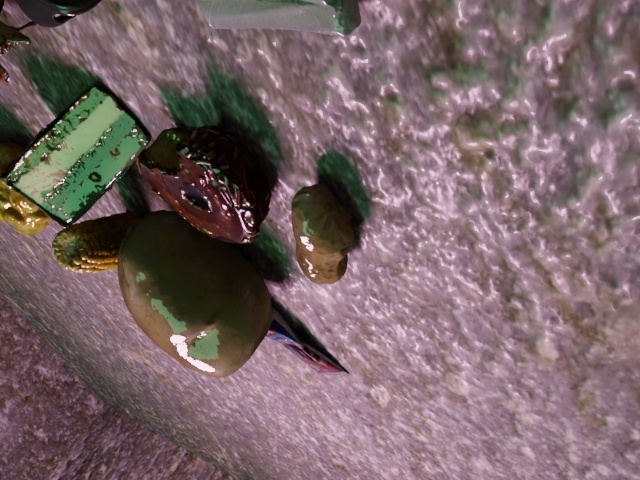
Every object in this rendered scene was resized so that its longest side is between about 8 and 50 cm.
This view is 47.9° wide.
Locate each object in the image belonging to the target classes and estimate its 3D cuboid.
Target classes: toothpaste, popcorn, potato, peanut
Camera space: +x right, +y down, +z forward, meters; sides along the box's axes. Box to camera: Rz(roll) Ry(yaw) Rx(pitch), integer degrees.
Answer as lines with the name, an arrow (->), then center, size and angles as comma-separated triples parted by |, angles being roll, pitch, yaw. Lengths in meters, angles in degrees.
toothpaste -> -0.057, 0.211, 1.512 | 0.266, 0.061, 0.096 | 42, 152, -22
popcorn -> -0.703, -0.115, 1.644 | 0.286, 0.173, 0.225 | 16, 153, 37
potato -> -0.242, 0.097, 1.357 | 0.326, 0.221, 0.243 | 41, 141, 0
peanut -> 0.000, 0.000, 1.072 | 0.099, 0.099, 0.214 | 30, 150, 15

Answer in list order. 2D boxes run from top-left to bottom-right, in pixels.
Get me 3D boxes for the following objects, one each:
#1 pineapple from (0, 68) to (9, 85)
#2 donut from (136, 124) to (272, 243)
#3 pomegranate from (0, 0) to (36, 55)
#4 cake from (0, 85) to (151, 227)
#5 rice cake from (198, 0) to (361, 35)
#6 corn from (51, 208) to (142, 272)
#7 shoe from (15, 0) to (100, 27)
pineapple -> -0.715, -0.335, 1.346 | 0.114, 0.236, 0.186 | -11, 87, 50
donut -> -0.168, -0.093, 1.123 | 0.216, 0.096, 0.230 | 44, 152, -17
pomegranate -> -0.551, -0.362, 1.129 | 0.148, 0.148, 0.169 | 10, 154, 42
cake -> -0.421, -0.187, 1.330 | 0.283, 0.172, 0.158 | -36, 115, 28
rice cake -> -0.057, -0.268, 0.784 | 0.222, 0.042, 0.080 | 16, 141, 37
corn -> -0.417, 0.007, 1.421 | 0.115, 0.115, 0.318 | 35, -168, 5
shoe -> -0.360, -0.343, 0.966 | 0.241, 0.108, 0.093 | 31, 154, 27
